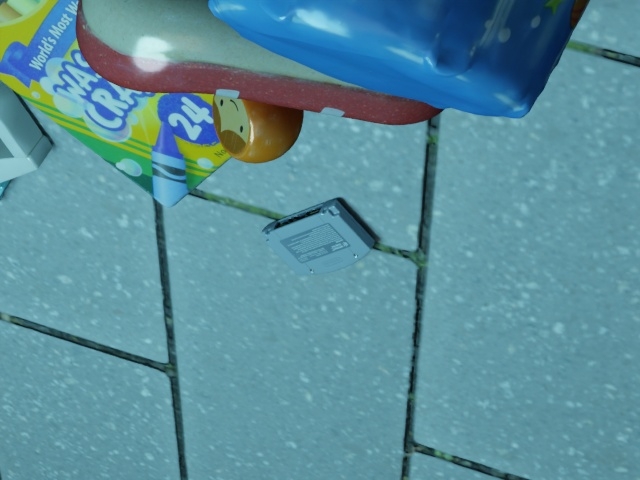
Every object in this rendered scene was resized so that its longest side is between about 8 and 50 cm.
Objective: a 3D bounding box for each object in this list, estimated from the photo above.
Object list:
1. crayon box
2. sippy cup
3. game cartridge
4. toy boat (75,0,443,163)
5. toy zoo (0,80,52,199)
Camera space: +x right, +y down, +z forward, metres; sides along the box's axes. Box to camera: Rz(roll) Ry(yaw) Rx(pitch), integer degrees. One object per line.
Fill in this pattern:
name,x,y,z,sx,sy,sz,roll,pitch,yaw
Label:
crayon box,-0.164,-0.181,1.157,0.323,0.083,0.203,38,141,-14
sippy cup,0.057,-0.185,0.835,0.240,0.224,0.305,19,180,12
game cartridge,0.000,0.000,1.325,0.083,0.017,0.056,-19,120,43
toy boat,-0.032,-0.110,1.035,0.231,0.151,0.151,9,131,-10
toy zoo,-0.338,-0.129,1.360,0.192,0.030,0.293,-4,133,34
